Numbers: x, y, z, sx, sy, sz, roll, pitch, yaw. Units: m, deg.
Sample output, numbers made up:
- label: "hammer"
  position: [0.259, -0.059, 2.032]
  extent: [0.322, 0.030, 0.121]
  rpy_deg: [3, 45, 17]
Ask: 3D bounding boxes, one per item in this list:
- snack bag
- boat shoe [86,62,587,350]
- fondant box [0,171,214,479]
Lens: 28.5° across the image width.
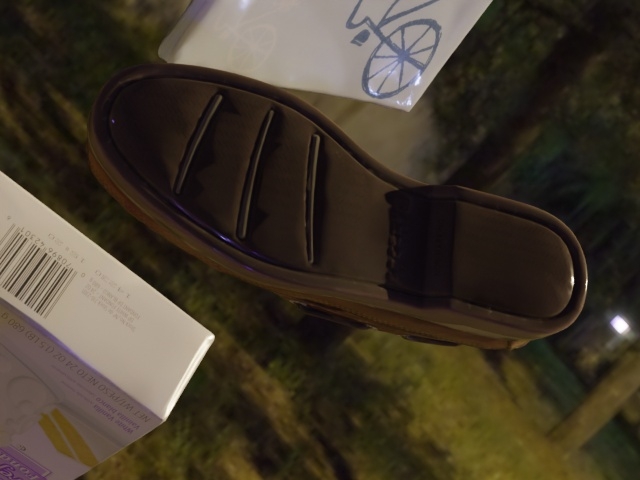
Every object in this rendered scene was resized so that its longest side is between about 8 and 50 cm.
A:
- label: "snack bag"
  position: [0.053, -0.244, 1.025]
  extent: [0.342, 0.323, 0.037]
  rpy_deg: [1, 43, -50]
- label: "boat shoe"
  position: [0.000, 0.000, 0.733]
  extent: [0.307, 0.111, 0.104]
  rpy_deg: [24, -24, -17]
- label: "fondant box"
  position: [-0.273, 0.096, 1.046]
  extent: [0.238, 0.330, 0.096]
  rpy_deg: [39, 51, -13]
